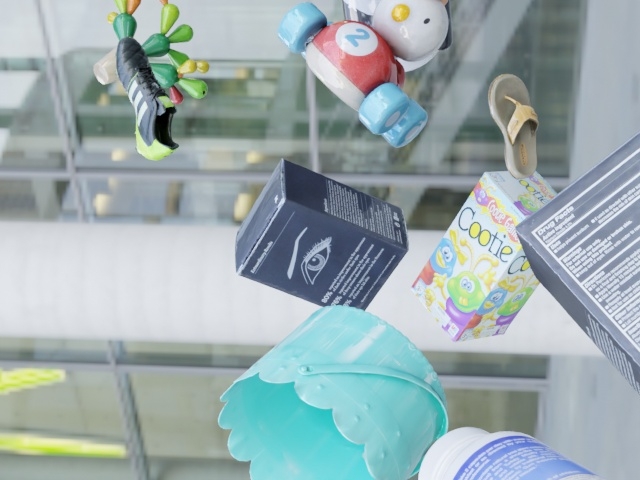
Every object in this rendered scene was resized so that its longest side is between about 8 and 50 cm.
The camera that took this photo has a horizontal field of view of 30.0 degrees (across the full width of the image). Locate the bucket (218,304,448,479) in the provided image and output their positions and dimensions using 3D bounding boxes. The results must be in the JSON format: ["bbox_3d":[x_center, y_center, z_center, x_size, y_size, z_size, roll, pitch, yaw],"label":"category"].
[{"bbox_3d":[0.022,0.234,1.581,0.183,0.281,0.281,-44,-34,-35],"label":"bucket"}]

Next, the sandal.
[{"bbox_3d":[0.318,-0.181,1.905,0.049,0.072,0.180,23,133,60],"label":"sandal"}]

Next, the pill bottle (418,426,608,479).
[{"bbox_3d":[0.213,0.284,1.218,0.272,0.152,0.152,-155,63,-64],"label":"pill bottle"}]

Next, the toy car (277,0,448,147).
[{"bbox_3d":[0.105,-0.302,1.751,0.238,0.219,0.210,-47,-17,9],"label":"toy car"}]

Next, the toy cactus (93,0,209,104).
[{"bbox_3d":[-0.274,-0.291,1.840,0.219,0.180,0.112,58,145,-4],"label":"toy cactus"}]

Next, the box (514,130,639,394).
[{"bbox_3d":[0.466,0.026,1.548,0.294,0.296,0.183,53,180,31],"label":"box"}]

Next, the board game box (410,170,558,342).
[{"bbox_3d":[0.304,0.027,2.087,0.144,0.142,0.275,52,128,31],"label":"board game box"}]

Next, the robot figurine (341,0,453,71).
[{"bbox_3d":[0.118,-0.403,1.931,0.278,0.173,0.209,77,-171,-47],"label":"robot figurine"}]

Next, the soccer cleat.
[{"bbox_3d":[-0.239,-0.203,1.681,0.060,0.072,0.179,-18,-85,-49],"label":"soccer cleat"}]

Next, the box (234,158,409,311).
[{"bbox_3d":[0.000,0.000,1.729,0.153,0.207,0.108,-55,22,31],"label":"box"}]
